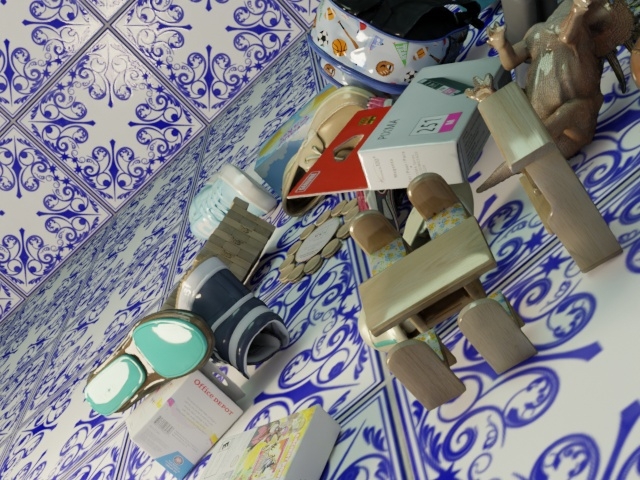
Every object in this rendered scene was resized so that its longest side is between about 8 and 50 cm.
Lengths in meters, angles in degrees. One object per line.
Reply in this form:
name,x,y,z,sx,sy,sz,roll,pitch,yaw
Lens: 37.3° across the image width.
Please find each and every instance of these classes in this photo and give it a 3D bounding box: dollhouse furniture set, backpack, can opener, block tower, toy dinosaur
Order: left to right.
block tower,-0.187,0.077,1.623,0.335,0.097,0.091,-62,1,-39
backpack,0.103,-0.355,1.649,0.263,0.276,0.213,-32,-35,-59
dollhouse furniture set,0.132,-0.005,0.902,0.242,0.161,0.212,-32,35,15
can opener,0.264,-0.276,1.239,0.074,0.093,0.280,-50,-19,-4
toy dinosaur,0.284,-0.178,1.084,0.127,0.200,0.296,20,96,45

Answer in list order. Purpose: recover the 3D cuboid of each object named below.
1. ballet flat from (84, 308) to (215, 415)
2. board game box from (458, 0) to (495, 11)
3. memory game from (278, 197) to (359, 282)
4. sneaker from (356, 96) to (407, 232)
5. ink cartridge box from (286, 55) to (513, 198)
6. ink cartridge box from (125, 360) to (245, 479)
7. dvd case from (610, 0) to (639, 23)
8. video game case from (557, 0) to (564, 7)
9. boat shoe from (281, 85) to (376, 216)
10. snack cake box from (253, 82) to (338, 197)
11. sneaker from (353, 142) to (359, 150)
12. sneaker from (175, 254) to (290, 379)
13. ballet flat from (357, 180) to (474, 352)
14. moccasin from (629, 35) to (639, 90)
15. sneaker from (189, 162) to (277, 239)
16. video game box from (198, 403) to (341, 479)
ballet flat,-0.220,0.146,1.275,0.280,0.095,0.096,-32,8,38
board game box,0.413,-0.573,1.737,0.336,0.079,0.254,-26,21,50
memory game,0.000,0.000,1.538,0.186,0.012,0.186,-40,18,16
sneaker,0.113,-0.116,1.388,0.112,0.121,0.299,1,45,11
ink cartridge box,0.104,-0.150,1.227,0.239,0.060,0.275,-3,29,27
ink cartridge box,-0.180,0.232,1.287,0.143,0.092,0.090,-46,16,-7
dvd case,0.462,-0.358,1.271,0.253,0.022,0.180,-32,20,37
video game case,0.456,-0.458,1.511,0.274,0.026,0.196,-35,20,33
boat shoe,0.011,-0.148,1.656,0.302,0.109,0.098,-49,21,48
snack cake box,-0.009,-0.223,1.942,0.264,0.089,0.152,-40,17,19
sneaker,0.123,-0.176,1.596,0.188,0.067,0.078,-48,-4,-4
sneaker,-0.133,0.152,1.369,0.099,0.153,0.282,-41,-19,-30
ballet flat,0.129,0.019,1.082,0.086,0.086,0.248,-12,45,61
moccasin,0.441,-0.298,0.981,0.147,0.139,0.380,-17,33,56
sneaker,-0.194,-0.059,1.959,0.150,0.135,0.366,-56,10,-9
video game box,-0.083,0.285,1.016,0.187,0.048,0.205,-31,22,44
